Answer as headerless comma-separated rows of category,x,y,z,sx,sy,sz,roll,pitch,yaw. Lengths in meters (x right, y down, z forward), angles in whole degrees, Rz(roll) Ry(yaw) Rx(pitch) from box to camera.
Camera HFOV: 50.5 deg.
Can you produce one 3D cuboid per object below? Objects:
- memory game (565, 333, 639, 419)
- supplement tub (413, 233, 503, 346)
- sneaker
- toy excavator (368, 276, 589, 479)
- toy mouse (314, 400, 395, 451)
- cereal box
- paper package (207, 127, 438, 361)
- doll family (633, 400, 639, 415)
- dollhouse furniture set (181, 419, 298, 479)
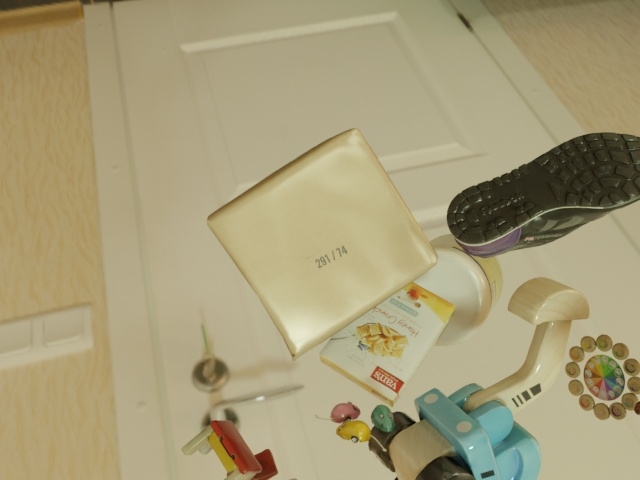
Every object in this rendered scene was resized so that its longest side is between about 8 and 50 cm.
memory game,0.602,0.292,1.449,0.012,0.186,0.186,-2,139,-34
supplement tub,0.319,0.109,1.666,0.235,0.235,0.325,-39,172,23
sneaker,0.318,-0.054,0.919,0.283,0.107,0.124,-18,154,17
toy excavator,0.326,0.333,1.278,0.445,0.222,0.432,-26,114,-16
toy mouse,0.075,0.310,1.206,0.143,0.161,0.031,-20,113,-56
cereal box,0.135,0.186,1.352,0.240,0.173,0.047,-51,157,-25
paper package,0.000,0.000,1.274,0.325,0.168,0.309,-33,97,-4
doll family,0.535,0.302,0.996,0.076,0.111,0.193,-27,108,3
dollhouse furniture set,-0.031,0.440,1.091,0.152,0.374,0.201,-41,156,3
